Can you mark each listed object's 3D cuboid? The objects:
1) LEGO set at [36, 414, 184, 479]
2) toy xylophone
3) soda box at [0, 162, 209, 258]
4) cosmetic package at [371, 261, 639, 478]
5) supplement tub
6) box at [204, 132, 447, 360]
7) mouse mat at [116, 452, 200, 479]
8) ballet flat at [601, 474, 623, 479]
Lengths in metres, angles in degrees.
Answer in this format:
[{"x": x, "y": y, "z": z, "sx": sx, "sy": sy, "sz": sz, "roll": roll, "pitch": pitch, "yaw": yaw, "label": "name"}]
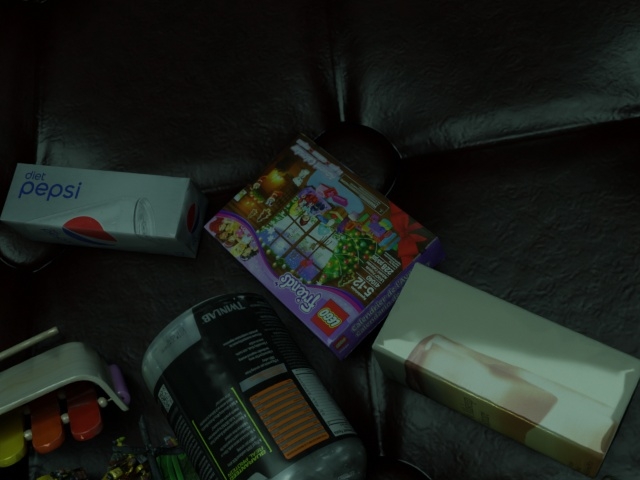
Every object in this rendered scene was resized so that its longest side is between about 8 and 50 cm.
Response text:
[{"x": -0.242, "y": 0.369, "z": 1.108, "sx": 0.192, "sy": 0.255, "sz": 0.331, "roll": -55, "pitch": 49, "yaw": 33, "label": "LEGO set"}, {"x": -0.418, "y": 0.223, "z": 1.263, "sx": 0.322, "sy": 0.081, "sz": 0.236, "roll": -21, "pitch": 22, "yaw": -4, "label": "toy xylophone"}, {"x": -0.318, "y": -0.044, "z": 1.393, "sx": 0.286, "sy": 0.091, "sz": 0.098, "roll": 6, "pitch": 71, "yaw": 15, "label": "soda box"}, {"x": 0.228, "y": 0.160, "z": 1.158, "sx": 0.296, "sy": 0.153, "sz": 0.129, "roll": 24, "pitch": 75, "yaw": 22, "label": "cosmetic package"}, {"x": -0.073, "y": 0.236, "z": 1.172, "sx": 0.193, "sy": 0.193, "sz": 0.316, "roll": -34, "pitch": 65, "yaw": -2, "label": "supplement tub"}, {"x": 0.000, "y": 0.000, "z": 1.291, "sx": 0.201, "sy": 0.057, "sz": 0.293, "roll": -45, "pitch": 54, "yaw": -7, "label": "box"}, {"x": -0.213, "y": 0.374, "z": 1.252, "sx": 0.152, "sy": 0.007, "sz": 0.190, "roll": -4, "pitch": 67, "yaw": 11, "label": "mouse mat"}, {"x": 0.419, "y": 0.366, "z": 1.076, "sx": 0.250, "sy": 0.084, "sz": 0.058, "roll": 39, "pitch": 80, "yaw": 17, "label": "ballet flat"}]
